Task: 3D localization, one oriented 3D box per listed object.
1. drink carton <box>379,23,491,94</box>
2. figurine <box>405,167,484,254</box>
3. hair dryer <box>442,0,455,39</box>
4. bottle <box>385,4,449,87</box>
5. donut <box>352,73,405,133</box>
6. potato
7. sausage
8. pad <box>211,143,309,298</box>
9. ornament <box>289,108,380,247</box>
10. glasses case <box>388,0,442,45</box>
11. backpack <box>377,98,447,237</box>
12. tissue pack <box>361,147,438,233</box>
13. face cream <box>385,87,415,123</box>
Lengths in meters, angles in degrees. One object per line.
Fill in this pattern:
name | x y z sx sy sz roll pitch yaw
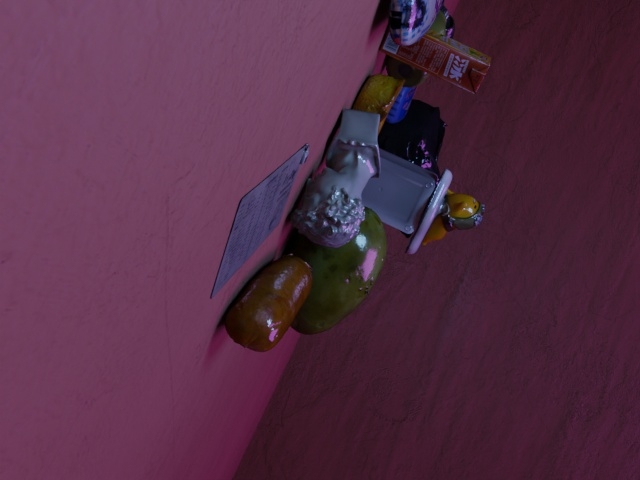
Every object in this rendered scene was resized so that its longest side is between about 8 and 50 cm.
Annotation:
drink carton | 0.243 -0.393 1.146 0.071 0.222 0.096 -67 174 32
figurine | 0.333 -0.047 1.422 0.167 0.140 0.250 -56 169 -55
hair dryer | 0.341 -0.667 1.672 0.304 0.120 0.360 126 -17 -71
bottle | 0.254 -0.500 1.365 0.260 0.112 0.112 -61 174 -32
donut | 0.110 -0.280 1.197 0.174 0.074 0.190 -62 178 -40
potato | 0.021 0.058 1.182 0.304 0.215 0.216 -54 178 19
sausage | -0.079 0.101 0.943 0.270 0.108 0.109 -53 167 -67
pad | -0.080 -0.037 0.792 0.160 0.009 0.265 -67 174 30
ornament | 0.050 -0.117 1.045 0.120 0.130 0.285 88 26 -68
glasses case | 0.188 -0.462 1.031 0.327 0.076 0.125 -58 159 -52
backpack | 0.301 -0.239 1.867 0.363 0.254 0.446 -60 157 -48
tissue pack | 0.167 -0.143 1.438 0.160 0.245 0.136 -66 174 18
face cream | 0.239 -0.456 1.575 0.264 0.083 0.149 101 14 -67
